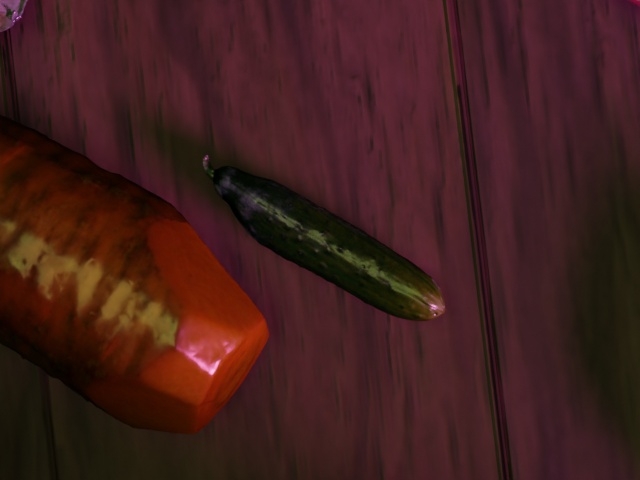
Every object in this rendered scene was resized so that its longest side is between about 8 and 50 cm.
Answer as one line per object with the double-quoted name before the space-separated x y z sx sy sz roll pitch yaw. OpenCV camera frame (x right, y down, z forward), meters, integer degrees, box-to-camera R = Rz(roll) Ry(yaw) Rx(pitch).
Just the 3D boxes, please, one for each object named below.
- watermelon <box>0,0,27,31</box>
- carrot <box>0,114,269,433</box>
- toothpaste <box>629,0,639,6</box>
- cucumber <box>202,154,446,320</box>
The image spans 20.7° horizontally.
"watermelon" -0.233 -0.193 0.930 0.071 0.139 0.187 -15 89 37
"carrot" -0.169 -0.009 0.925 0.301 0.114 0.114 32 91 6
"toothpaste" 0.136 -0.175 0.941 0.194 0.043 0.067 32 93 9
"cucumber" 0.000 0.000 0.948 0.155 0.037 0.037 31 91 3
